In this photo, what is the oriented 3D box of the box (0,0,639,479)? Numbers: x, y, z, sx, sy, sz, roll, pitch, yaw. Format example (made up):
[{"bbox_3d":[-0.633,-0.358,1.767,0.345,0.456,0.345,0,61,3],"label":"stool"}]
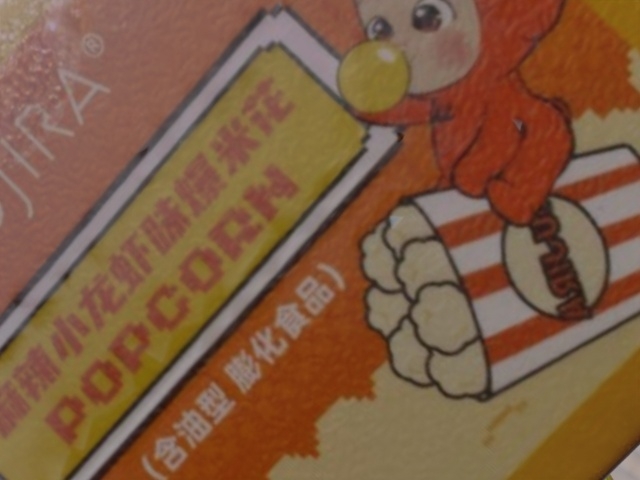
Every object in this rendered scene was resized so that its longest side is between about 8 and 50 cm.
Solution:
[{"bbox_3d":[0.000,0.000,0.539,0.283,0.214,0.259,-49,-8,16],"label":"box"}]

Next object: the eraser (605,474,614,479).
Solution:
[{"bbox_3d":[0.066,0.133,0.897,0.226,0.158,0.069,6,-46,-47],"label":"eraser"}]
